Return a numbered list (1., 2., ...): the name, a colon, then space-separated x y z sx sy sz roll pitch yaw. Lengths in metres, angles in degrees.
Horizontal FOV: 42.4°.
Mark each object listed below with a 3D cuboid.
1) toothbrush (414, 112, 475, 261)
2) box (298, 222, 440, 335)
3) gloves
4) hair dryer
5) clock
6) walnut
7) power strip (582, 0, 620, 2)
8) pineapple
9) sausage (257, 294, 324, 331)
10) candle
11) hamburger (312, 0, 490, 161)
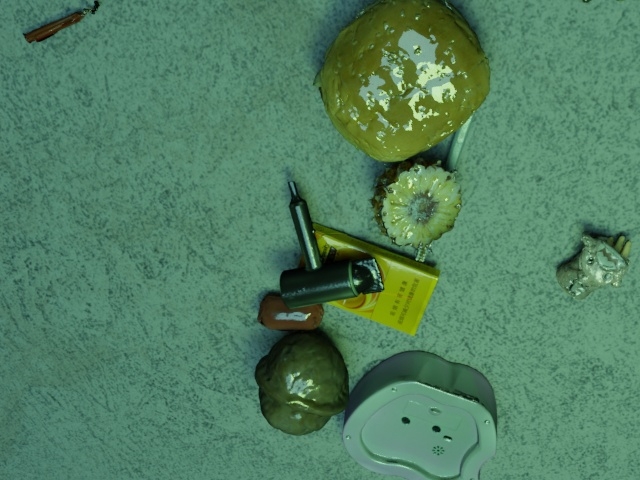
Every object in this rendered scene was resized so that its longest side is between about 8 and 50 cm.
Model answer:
1. toothbrush: 0.230 -0.105 1.540 0.025 0.030 0.342 14 120 -1
2. box: 0.088 0.079 1.647 0.269 0.043 0.152 20 119 5
3. gloves: 0.513 0.053 1.547 0.110 0.094 0.144 28 128 7
4. hair dryer: 0.000 0.000 1.573 0.195 0.078 0.248 -12 105 19
5. clock: 0.217 0.404 1.782 0.338 0.102 0.339 4 120 8
6. walnut: -0.037 0.295 1.700 0.224 0.224 0.224 4 119 8
7. power strip: 0.560 -0.495 1.250 0.387 0.066 0.092 -38 104 26
8. pineapple: 0.160 -0.081 1.512 0.161 0.137 0.176 0 113 -16
9. sausage: -0.063 0.150 1.709 0.141 0.076 0.076 1 119 9
10. candle: -0.469 -0.396 1.508 0.167 0.021 0.026 -17 94 19
11. hamburger: 0.137 -0.274 1.402 0.259 0.145 0.283 39 123 -15
